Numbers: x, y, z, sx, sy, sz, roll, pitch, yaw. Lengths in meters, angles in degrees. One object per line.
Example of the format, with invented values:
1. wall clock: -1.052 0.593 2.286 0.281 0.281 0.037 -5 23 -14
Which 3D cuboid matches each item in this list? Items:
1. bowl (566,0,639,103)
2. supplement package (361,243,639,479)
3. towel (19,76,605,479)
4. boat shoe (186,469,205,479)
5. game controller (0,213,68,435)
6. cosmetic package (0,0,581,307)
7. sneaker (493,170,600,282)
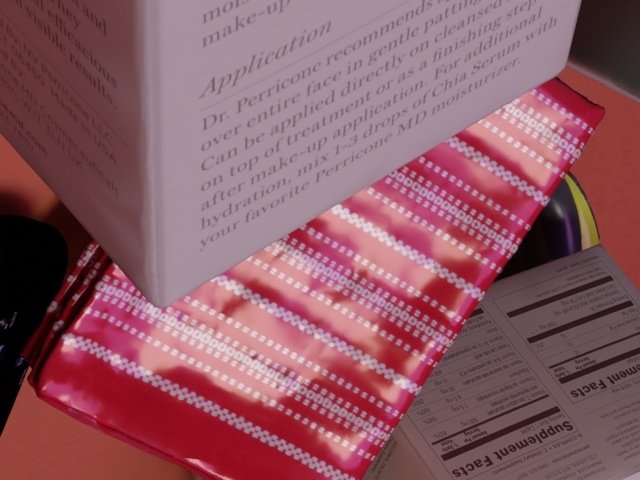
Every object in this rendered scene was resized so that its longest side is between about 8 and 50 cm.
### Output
1. bowl: 0.254 -0.121 1.020 0.311 0.311 0.163 15 104 -60
2. supplement package: 0.092 0.160 1.139 0.204 0.145 0.262 -18 149 -32
3. towel: 0.000 0.000 0.945 0.199 0.031 0.275 32 93 -26
4. boat shoe: -0.042 0.073 1.093 0.095 0.084 0.258 -33 157 -40
5. game controller: -0.224 0.120 0.931 0.166 0.067 0.319 -14 142 -45
6. cosmetic package: -0.013 -0.206 0.643 0.230 0.161 0.453 -31 151 -25
7. sneaker: 0.080 0.061 1.229 0.121 0.111 0.300 -13 139 -41
